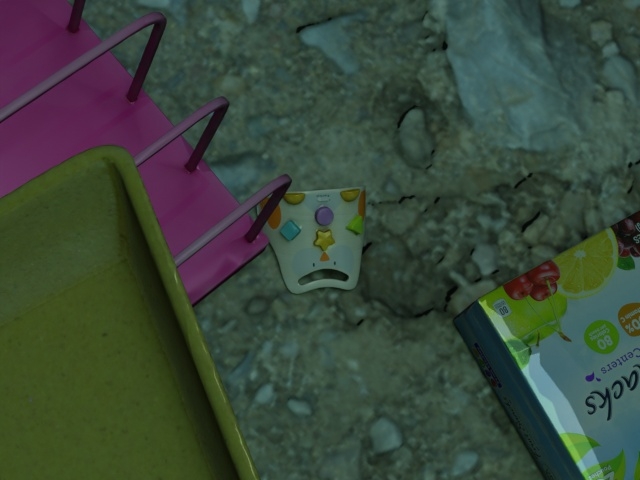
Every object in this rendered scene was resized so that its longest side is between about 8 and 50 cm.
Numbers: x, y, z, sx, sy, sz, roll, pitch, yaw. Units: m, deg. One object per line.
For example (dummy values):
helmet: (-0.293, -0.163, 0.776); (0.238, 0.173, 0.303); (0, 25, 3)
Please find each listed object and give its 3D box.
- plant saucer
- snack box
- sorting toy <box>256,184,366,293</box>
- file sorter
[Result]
plant saucer: (-0.175, 0.164, 0.934); (0.332, 0.081, 0.333); (-28, 72, 15)
snack box: (0.231, 0.079, 1.216); (0.207, 0.070, 0.174); (-26, 81, -18)
sorting toy: (0.000, 0.000, 1.206); (0.083, 0.045, 0.075); (-5, 94, -15)
file sorter: (-0.186, -0.070, 1.102); (0.202, 0.182, 0.291); (-39, 85, -21)
